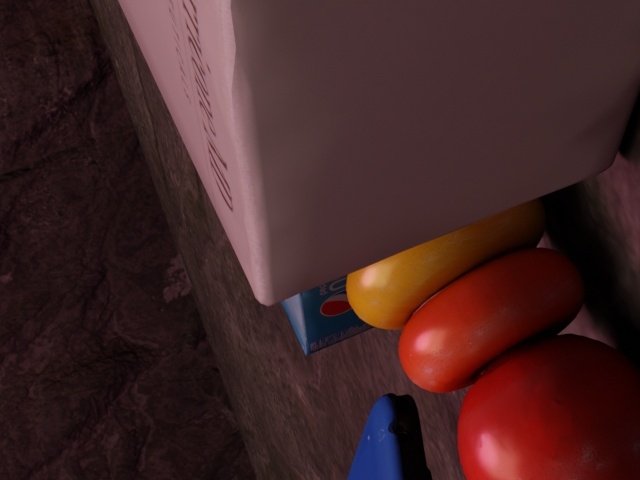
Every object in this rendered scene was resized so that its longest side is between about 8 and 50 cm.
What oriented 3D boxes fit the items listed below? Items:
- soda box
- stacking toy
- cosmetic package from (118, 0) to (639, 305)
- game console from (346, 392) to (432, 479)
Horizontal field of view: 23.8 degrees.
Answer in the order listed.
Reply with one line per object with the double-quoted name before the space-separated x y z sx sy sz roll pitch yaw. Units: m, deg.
"soda box" 0.000 0.000 1.114 0.210 0.067 0.071 86 160 -59
"stacking toy" 0.044 -0.015 0.692 0.330 0.141 0.141 61 169 14
"cosmetic package" -0.044 -0.233 0.568 0.230 0.161 0.453 89 157 -65
"game console" 0.102 0.273 0.878 0.250 0.173 0.293 106 163 -45
